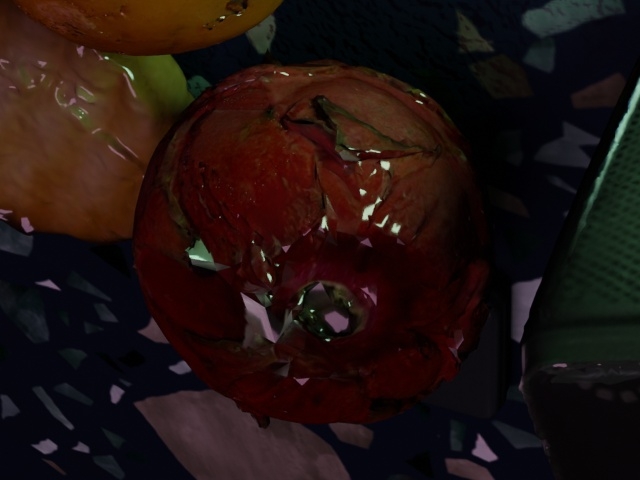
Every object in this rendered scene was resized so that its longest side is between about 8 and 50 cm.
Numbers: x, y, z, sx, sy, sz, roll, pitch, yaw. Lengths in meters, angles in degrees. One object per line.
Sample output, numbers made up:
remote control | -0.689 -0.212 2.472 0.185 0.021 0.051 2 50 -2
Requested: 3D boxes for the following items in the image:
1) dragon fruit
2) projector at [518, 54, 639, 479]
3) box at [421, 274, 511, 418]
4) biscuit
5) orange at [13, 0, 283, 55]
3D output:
dragon fruit | 0.000 0.000 1.183 0.295 0.302 0.295 -2 105 -7
projector | 0.331 0.070 0.954 0.242 0.405 0.395 -5 126 34
box | 0.061 0.075 1.399 0.230 0.050 0.160 14 135 20
biscuit | -0.238 -0.123 1.357 0.296 0.102 0.296 17 140 15
orange | -0.122 -0.244 1.065 0.240 0.240 0.240 17 137 17
